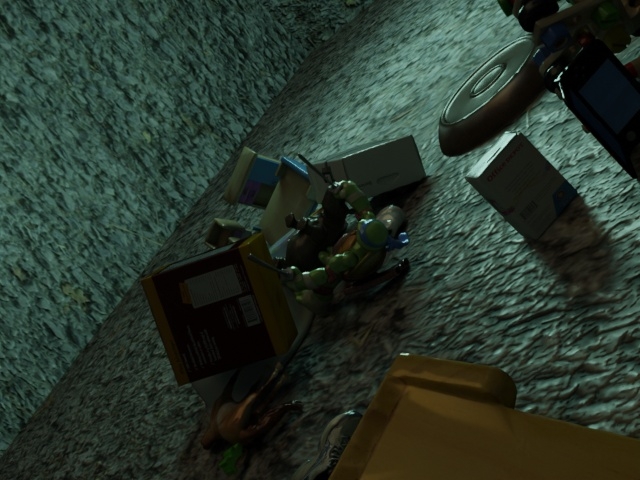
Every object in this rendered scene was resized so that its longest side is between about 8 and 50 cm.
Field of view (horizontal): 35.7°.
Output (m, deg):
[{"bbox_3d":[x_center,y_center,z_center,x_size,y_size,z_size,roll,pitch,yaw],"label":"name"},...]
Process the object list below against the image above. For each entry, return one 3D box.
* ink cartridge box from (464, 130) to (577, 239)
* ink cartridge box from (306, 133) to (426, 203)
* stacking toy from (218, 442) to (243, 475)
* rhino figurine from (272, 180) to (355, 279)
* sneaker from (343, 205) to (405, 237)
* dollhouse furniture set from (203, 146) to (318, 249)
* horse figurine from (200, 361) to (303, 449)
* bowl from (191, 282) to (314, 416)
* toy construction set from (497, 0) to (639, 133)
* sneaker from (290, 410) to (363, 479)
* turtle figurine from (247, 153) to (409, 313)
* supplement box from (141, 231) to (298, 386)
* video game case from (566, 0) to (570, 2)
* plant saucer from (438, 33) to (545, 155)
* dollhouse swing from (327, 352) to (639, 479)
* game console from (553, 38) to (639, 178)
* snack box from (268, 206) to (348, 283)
[{"bbox_3d":[0.270,-0.076,1.341,0.088,0.122,0.052,-47,15,-4],"label":"ink cartridge box"},{"bbox_3d":[0.086,-0.138,1.964,0.160,0.093,0.219,-21,7,-18],"label":"ink cartridge box"},{"bbox_3d":[-0.200,0.422,1.508,0.167,0.052,0.221,-35,17,31],"label":"stacking toy"},{"bbox_3d":[-0.013,-0.014,1.837,0.243,0.106,0.073,-53,42,11],"label":"rhino figurine"},{"bbox_3d":[0.088,-0.009,1.814,0.152,0.053,0.061,-34,22,39],"label":"sneaker"},{"bbox_3d":[-0.070,-0.040,2.312,0.303,0.198,0.287,35,105,45],"label":"dollhouse furniture set"},{"bbox_3d":[-0.124,0.276,1.624,0.174,0.066,0.263,-56,19,-14],"label":"horse figurine"},{"bbox_3d":[-0.156,0.174,1.857,0.298,0.134,0.298,-42,16,15],"label":"bowl"},{"bbox_3d":[0.421,-0.314,1.429,0.237,0.257,0.309,-31,38,11],"label":"toy construction set"},{"bbox_3d":[0.020,0.282,1.271,0.135,0.052,0.058,-56,26,-6],"label":"sneaker"},{"bbox_3d":[0.000,0.000,1.681,0.266,0.274,0.198,114,157,-63],"label":"turtle figurine"},{"bbox_3d":[-0.165,0.114,1.660,0.194,0.191,0.129,-18,6,9],"label":"supplement box"},{"bbox_3d":[0.561,-0.544,1.829,0.248,0.035,0.275,-44,4,11],"label":"video game case"},{"bbox_3d":[0.330,-0.289,1.882,0.310,0.050,0.311,-43,14,14],"label":"plant saucer"},{"bbox_3d":[0.129,0.322,0.829,0.347,0.304,0.315,-57,-23,-34],"label":"dollhouse swing"},{"bbox_3d":[0.373,-0.169,1.259,0.124,0.144,0.085,-48,16,-6],"label":"game console"},{"bbox_3d":[-0.058,0.025,2.025,0.174,0.070,0.207,-37,4,36],"label":"snack box"}]
